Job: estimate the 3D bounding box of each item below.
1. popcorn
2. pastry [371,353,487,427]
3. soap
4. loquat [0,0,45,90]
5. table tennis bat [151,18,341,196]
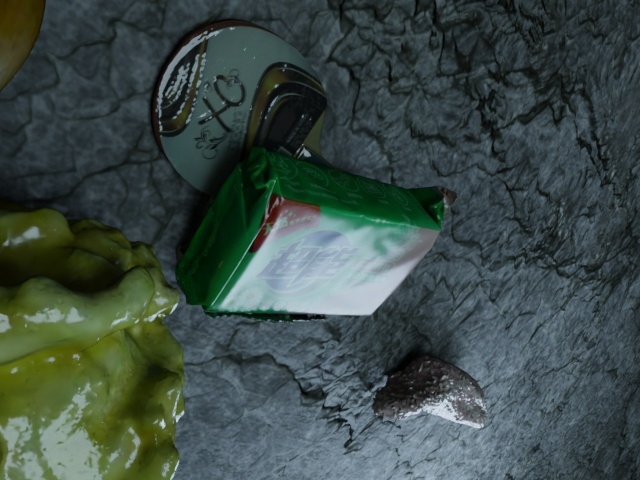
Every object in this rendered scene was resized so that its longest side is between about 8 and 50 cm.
[{"bbox_3d":[-0.223,0.089,0.429,0.293,0.293,0.237,-40,114,-16],"label":"popcorn"},{"bbox_3d":[0.203,0.253,0.990,0.265,0.103,0.112,18,94,-46],"label":"pastry"},{"bbox_3d":[-0.001,-0.002,0.650,0.273,0.098,0.218,9,123,-44],"label":"soap"},{"bbox_3d":[-0.271,-0.136,0.316,0.227,0.179,0.179,-36,132,-24],"label":"loquat"},{"bbox_3d":[-0.046,-0.104,0.630,0.301,0.022,0.173,32,94,-44],"label":"table tennis bat"}]
